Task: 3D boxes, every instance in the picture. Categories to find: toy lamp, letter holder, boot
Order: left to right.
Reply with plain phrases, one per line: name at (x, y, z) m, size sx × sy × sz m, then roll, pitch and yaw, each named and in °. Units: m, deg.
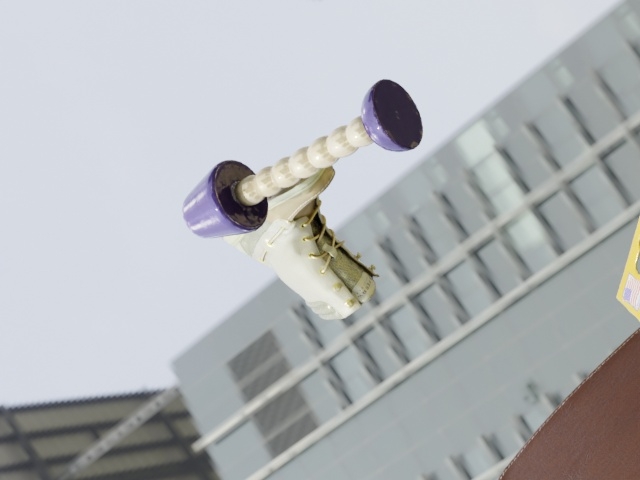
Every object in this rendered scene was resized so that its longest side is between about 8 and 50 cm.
toy lamp at (-0.026, -0.070, 1.465) m, size 0.080 × 0.275 × 0.080 m, roll 28°, pitch -130°, yaw -39°
boot at (0.000, 0.000, 1.625) m, size 0.165 × 0.213 × 0.077 m, roll 42°, pitch -122°, yaw -7°
letter holder at (0.362, 0.228, 1.590) m, size 0.152 × 0.302 × 0.214 m, roll 55°, pitch 164°, yaw -28°

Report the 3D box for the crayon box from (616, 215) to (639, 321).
crayon box at (0.490, 0.069, 1.802) m, size 0.083 × 0.203 × 0.323 m, roll -6°, pitch -146°, yaw -24°
